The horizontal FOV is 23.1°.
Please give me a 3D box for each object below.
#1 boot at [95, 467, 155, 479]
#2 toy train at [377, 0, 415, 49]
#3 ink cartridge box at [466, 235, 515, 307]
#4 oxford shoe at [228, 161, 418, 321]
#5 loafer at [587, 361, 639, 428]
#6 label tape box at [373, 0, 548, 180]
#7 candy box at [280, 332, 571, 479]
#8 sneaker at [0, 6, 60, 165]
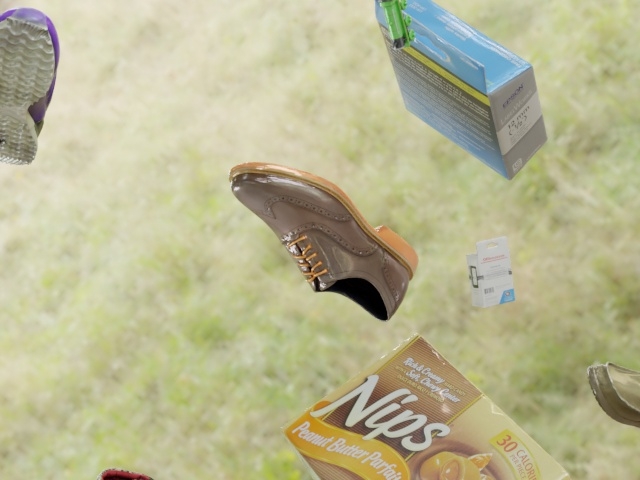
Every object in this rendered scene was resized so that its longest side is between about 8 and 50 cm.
[{"bbox_3d":[-0.243,0.401,2.066,0.178,0.236,0.085,-55,36,19],"label":"boot"},{"bbox_3d":[0.051,-0.178,1.149,0.017,0.083,0.023,-3,28,28],"label":"toy train"},{"bbox_3d":[0.211,0.038,1.951,0.048,0.083,0.028,-12,9,-25],"label":"ink cartridge box"},{"bbox_3d":[0.000,0.000,2.503,0.130,0.364,0.132,-31,33,52],"label":"oxford shoe"},{"bbox_3d":[0.305,0.146,1.459,0.050,0.148,0.056,-39,41,27],"label":"loafer"},{"bbox_3d":[0.230,-0.278,2.551,0.115,0.249,0.347,-45,-29,-13],"label":"label tape box"},{"bbox_3d":[0.107,0.233,1.553,0.183,0.087,0.316,-34,31,-8],"label":"candy box"},{"bbox_3d":[-0.372,-0.224,1.928,0.293,0.102,0.146,121,163,-58],"label":"sneaker"}]
